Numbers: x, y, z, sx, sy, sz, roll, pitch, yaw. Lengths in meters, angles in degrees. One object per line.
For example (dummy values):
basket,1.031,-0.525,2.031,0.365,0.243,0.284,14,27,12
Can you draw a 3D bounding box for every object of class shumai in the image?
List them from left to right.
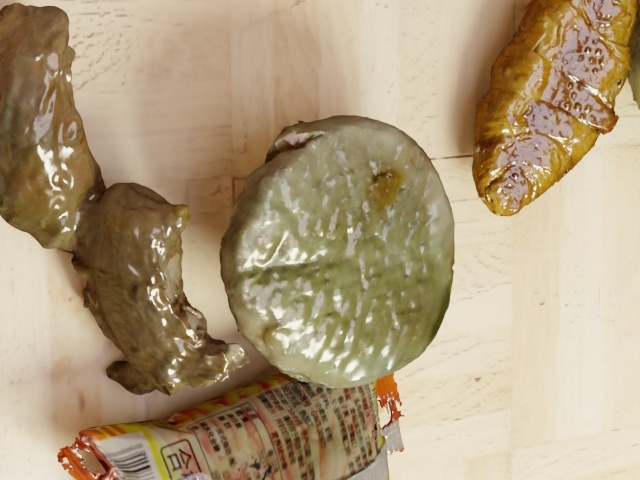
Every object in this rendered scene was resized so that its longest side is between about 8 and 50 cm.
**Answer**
shumai,0.000,0.000,1.144,0.201,0.120,0.201,-6,101,-33

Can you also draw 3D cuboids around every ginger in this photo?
ginger,-0.153,-0.019,1.068,0.290,0.122,0.084,63,37,-19

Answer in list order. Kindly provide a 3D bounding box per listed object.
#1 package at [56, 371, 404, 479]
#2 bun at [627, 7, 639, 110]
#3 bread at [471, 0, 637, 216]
package,-0.040,0.201,1.165,0.288,0.108,0.223,-17,108,-29
bun,0.360,-0.159,1.301,0.259,0.152,0.259,-3,100,-16
bread,0.184,-0.126,1.251,0.105,0.076,0.233,25,93,-18
